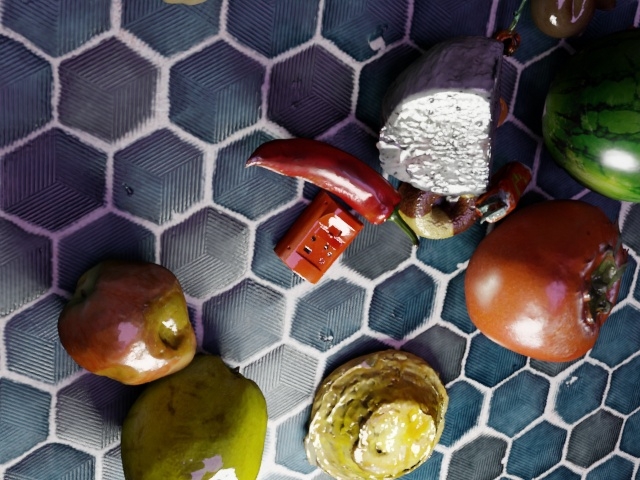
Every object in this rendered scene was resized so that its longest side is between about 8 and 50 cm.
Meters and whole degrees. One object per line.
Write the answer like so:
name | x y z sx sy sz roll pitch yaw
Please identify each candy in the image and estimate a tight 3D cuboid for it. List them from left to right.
candy | 0.349 -0.095 1.526 0.059 0.292 0.086 47 124 -2
candy | 0.366 -0.419 1.478 0.056 0.049 0.184 -7 140 -22

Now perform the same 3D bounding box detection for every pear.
pear | -0.228 0.369 1.452 0.269 0.269 0.321 29 83 -29

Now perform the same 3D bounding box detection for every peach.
peach | -0.313 0.141 1.354 0.214 0.214 0.235 -50 126 1

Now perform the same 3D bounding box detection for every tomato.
tomato | 0.444 0.071 1.611 0.341 0.273 0.341 -19 114 -48

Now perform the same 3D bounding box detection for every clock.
clock | 0.000 0.000 1.511 0.113 0.061 0.155 38 94 -30

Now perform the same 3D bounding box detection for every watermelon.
watermelon | 0.608 -0.235 1.513 0.363 0.363 0.363 -8 112 -20

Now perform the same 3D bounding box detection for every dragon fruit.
dragon fruit | 0.218 -0.242 1.437 0.204 0.221 0.283 8 147 14

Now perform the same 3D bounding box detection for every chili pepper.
chili pepper | 0.027 -0.102 1.448 0.368 0.137 0.092 23 141 -23

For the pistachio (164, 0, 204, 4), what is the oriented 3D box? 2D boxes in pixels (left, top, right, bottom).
pistachio | -0.179 -0.461 1.217 0.136 0.136 0.226 30 96 -29

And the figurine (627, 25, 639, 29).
figurine | 0.676 -0.374 1.647 0.068 0.075 0.140 -46 118 -2

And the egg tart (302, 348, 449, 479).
egg tart | 0.136 0.394 1.681 0.341 0.129 0.341 -9 114 -20

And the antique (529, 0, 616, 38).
antique | 0.433 -0.491 1.479 0.143 0.121 0.257 -38 127 4

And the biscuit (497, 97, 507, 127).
biscuit | 0.327 -0.255 1.577 0.091 0.015 0.078 34 96 -29

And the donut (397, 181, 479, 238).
donut | 0.244 -0.079 1.578 0.184 0.073 0.166 -14 117 -16
